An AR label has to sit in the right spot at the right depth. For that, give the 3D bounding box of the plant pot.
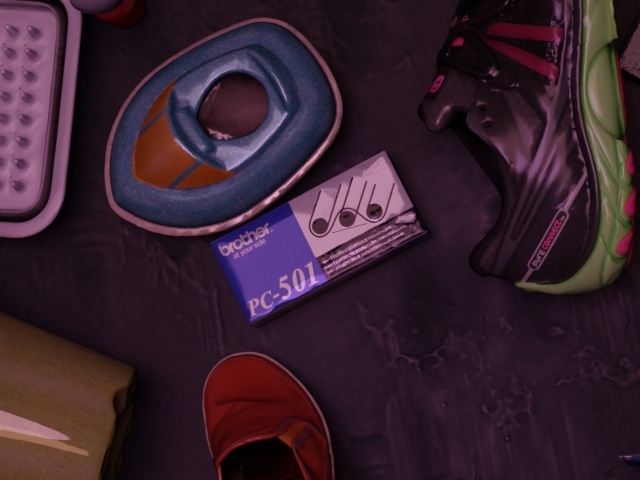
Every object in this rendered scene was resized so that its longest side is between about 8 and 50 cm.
[{"bbox_3d":[-0.325,0.182,1.722,0.253,0.276,0.276,16,86,1],"label":"plant pot"}]

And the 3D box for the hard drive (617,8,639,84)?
[{"bbox_3d":[0.366,-0.213,1.746,0.094,0.022,0.135,28,88,13],"label":"hard drive"}]

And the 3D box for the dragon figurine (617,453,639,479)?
[{"bbox_3d":[0.365,0.271,1.653,0.289,0.085,0.144,-8,82,10],"label":"dragon figurine"}]

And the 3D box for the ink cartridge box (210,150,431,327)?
[{"bbox_3d":[0.000,0.000,1.775,0.207,0.046,0.097,-28,78,6],"label":"ink cartridge box"}]

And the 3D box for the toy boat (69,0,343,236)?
[{"bbox_3d":[-0.149,-0.161,1.772,0.267,0.148,0.318,-39,78,4],"label":"toy boat"}]

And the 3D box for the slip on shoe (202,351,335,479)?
[{"bbox_3d":[-0.053,0.210,1.657,0.123,0.101,0.331,-30,36,6],"label":"slip on shoe"}]

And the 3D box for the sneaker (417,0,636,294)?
[{"bbox_3d":[0.190,-0.185,1.695,0.202,0.185,0.483,-7,80,6],"label":"sneaker"}]

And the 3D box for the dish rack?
[{"bbox_3d":[-0.415,-0.145,1.859,0.332,0.072,0.286,4,83,11],"label":"dish rack"}]
